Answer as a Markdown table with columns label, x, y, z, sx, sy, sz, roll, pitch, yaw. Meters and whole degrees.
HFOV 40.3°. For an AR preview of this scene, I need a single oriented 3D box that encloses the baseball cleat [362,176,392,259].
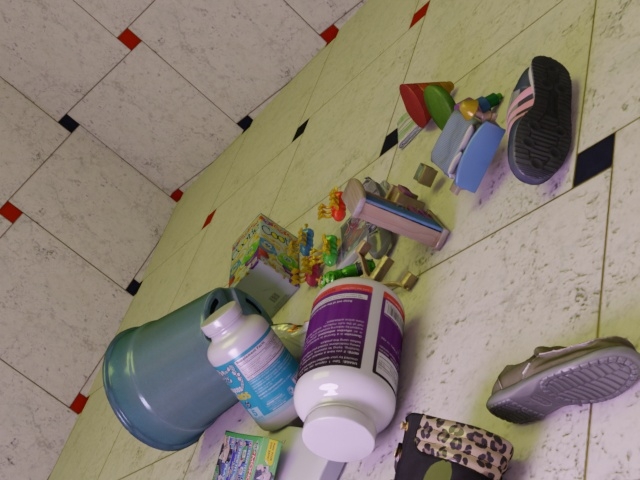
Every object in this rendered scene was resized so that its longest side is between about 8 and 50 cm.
| label | x | y | z | sx | sy | sz | roll | pitch | yaw |
| --- | --- | --- | --- | --- | --- | --- | --- | --- | --- |
| baseball cleat | 0.111 | -0.054 | 1.983 | 0.072 | 0.109 | 0.206 | -31 | 41 | 33 |

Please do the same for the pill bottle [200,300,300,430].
| label | x | y | z | sx | sy | sz | roll | pitch | yaw |
| --- | --- | --- | --- | --- | --- | --- | --- | --- | --- |
| pill bottle | -0.138 | 0.257 | 1.831 | 0.146 | 0.264 | 0.146 | -35 | 9 | 6 |

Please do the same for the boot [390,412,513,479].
| label | x | y | z | sx | sy | sz | roll | pitch | yaw |
| --- | --- | --- | --- | --- | --- | --- | --- | --- | --- |
| boot | 0.102 | 0.396 | 1.244 | 0.377 | 0.138 | 0.284 | -14 | 46 | 58 |

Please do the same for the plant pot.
| label | x | y | z | sx | sy | sz | roll | pitch | yaw |
| --- | --- | --- | --- | --- | --- | --- | --- | --- | --- |
| plant pot | -0.298 | 0.295 | 2.152 | 0.334 | 0.341 | 0.341 | -35 | 27 | 30 |

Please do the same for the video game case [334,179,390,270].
| label | x | y | z | sx | sy | sz | roll | pitch | yaw |
| --- | --- | --- | --- | --- | --- | --- | --- | --- | --- |
| video game case | 0.105 | -0.036 | 2.149 | 0.201 | 0.023 | 0.183 | -47 | 20 | 22 |

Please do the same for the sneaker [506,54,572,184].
| label | x | y | z | sx | sy | sz | roll | pitch | yaw |
| --- | --- | --- | --- | --- | --- | --- | --- | --- | --- |
| sneaker | 0.395 | -0.199 | 1.628 | 0.131 | 0.112 | 0.319 | 120 | 174 | -51 |

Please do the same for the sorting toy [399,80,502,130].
| label | x | y | z | sx | sy | sz | roll | pitch | yaw |
| --- | --- | --- | --- | --- | --- | --- | --- | --- | --- |
| sorting toy | 0.316 | -0.333 | 2.059 | 0.126 | 0.127 | 0.365 | -29 | 20 | -10 |

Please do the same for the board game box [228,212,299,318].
| label | x | y | z | sx | sy | sz | roll | pitch | yaw |
| --- | --- | --- | --- | --- | --- | --- | --- | --- | --- |
| board game box | -0.156 | 0.069 | 2.426 | 0.144 | 0.142 | 0.275 | -48 | 20 | 20 |

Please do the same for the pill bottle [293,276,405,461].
| label | x | y | z | sx | sy | sz | roll | pitch | yaw |
| --- | --- | --- | --- | --- | --- | --- | --- | --- | --- |
| pill bottle | 0.053 | 0.230 | 1.579 | 0.181 | 0.181 | 0.323 | -41 | 23 | 36 |

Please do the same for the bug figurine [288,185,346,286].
| label | x | y | z | sx | sy | sz | roll | pitch | yaw |
| --- | --- | --- | --- | --- | --- | --- | --- | --- | --- |
| bug figurine | 0.000 | 0.000 | 2.214 | 0.279 | 0.072 | 0.216 | 132 | 149 | -51 |

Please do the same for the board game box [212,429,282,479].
| label | x | y | z | sx | sy | sz | roll | pitch | yaw |
| --- | --- | --- | --- | --- | --- | --- | --- | --- | --- |
| board game box | -0.173 | 0.540 | 1.710 | 0.213 | 0.046 | 0.317 | -15 | 57 | 62 |

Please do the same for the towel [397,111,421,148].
| label | x | y | z | sx | sy | sz | roll | pitch | yaw |
| --- | --- | --- | --- | --- | --- | --- | --- | --- | --- |
| towel | 0.238 | -0.313 | 2.293 | 0.113 | 0.023 | 0.152 | -45 | 21 | 26 |

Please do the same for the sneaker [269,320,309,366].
| label | x | y | z | sx | sy | sz | roll | pitch | yaw |
| --- | --- | --- | --- | --- | --- | --- | --- | --- | --- |
| sneaker | -0.018 | 0.240 | 1.915 | 0.262 | 0.099 | 0.121 | -14 | 71 | 51 |

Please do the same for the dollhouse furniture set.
| label | x | y | z | sx | sy | sz | roll | pitch | yaw |
| --- | --- | --- | --- | --- | --- | --- | --- | --- | --- |
| dollhouse furniture set | 0.197 | -0.181 | 1.800 | 0.303 | 0.198 | 0.286 | -64 | 16 | 14 |

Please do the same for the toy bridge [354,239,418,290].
| label | x | y | z | sx | sy | sz | roll | pitch | yaw |
| --- | --- | --- | --- | --- | --- | --- | --- | --- | --- |
| toy bridge | 0.128 | 0.062 | 1.825 | 0.063 | 0.026 | 0.188 | -55 | 40 | 2 |

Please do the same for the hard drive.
| label | x | y | z | sx | sy | sz | roll | pitch | yaw |
| --- | --- | --- | --- | --- | --- | --- | --- | --- | --- |
| hard drive | -0.061 | 0.460 | 1.688 | 0.307 | 0.040 | 0.203 | -16 | 43 | 62 |

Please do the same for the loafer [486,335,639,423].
| label | x | y | z | sx | sy | sz | roll | pitch | yaw |
| --- | --- | --- | --- | --- | --- | --- | --- | --- | --- |
| loafer | 0.317 | 0.171 | 1.166 | 0.251 | 0.094 | 0.087 | -34 | 32 | 48 |

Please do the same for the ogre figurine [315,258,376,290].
| label | x | y | z | sx | sy | sz | roll | pitch | yaw |
| --- | --- | --- | --- | --- | --- | --- | --- | --- | --- |
| ogre figurine | 0.053 | 0.114 | 1.892 | 0.118 | 0.097 | 0.197 | -7 | 54 | 18 |
